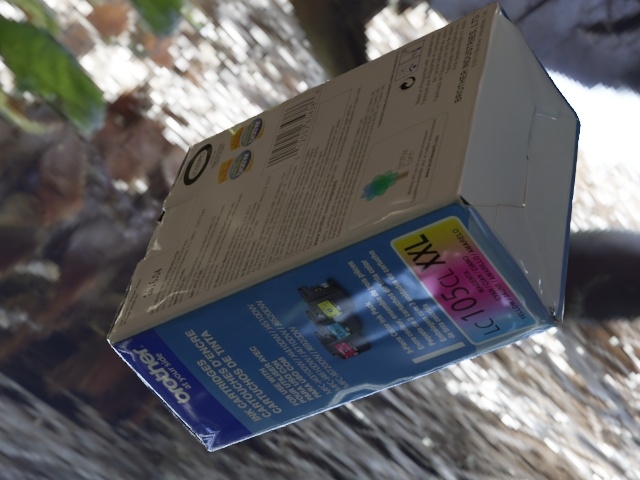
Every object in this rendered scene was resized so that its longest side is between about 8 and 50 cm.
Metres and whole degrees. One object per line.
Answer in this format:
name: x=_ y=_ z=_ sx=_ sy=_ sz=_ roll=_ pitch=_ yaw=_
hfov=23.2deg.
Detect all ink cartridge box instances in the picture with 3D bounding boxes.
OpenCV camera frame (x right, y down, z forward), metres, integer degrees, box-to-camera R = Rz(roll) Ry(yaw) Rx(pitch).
ink cartridge box: x=0.000 y=0.000 z=1.275 sx=0.395 sy=0.151 sz=0.270 roll=-21 pitch=-149 yaw=29
